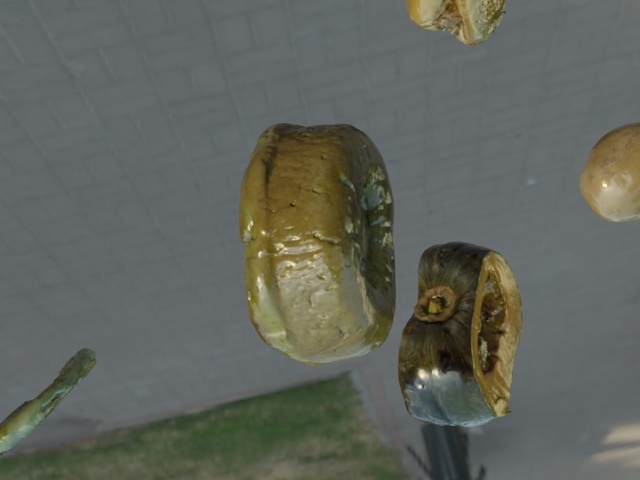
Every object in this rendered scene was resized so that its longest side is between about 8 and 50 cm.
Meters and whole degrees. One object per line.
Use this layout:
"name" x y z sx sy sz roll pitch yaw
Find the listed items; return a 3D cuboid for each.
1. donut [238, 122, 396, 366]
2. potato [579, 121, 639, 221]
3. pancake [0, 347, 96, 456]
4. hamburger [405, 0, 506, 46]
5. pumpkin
"donut" 0.000 0.000 1.246 0.128 0.262 0.208 -8 165 20
"potato" 0.377 -0.086 1.411 0.147 0.112 0.112 -33 163 -10
"pancake" -0.402 0.238 1.629 0.253 0.037 0.253 -43 -175 5
"hamburger" 0.241 -0.493 1.945 0.174 0.304 0.284 12 131 4
"pumpkin" 0.232 0.156 1.889 0.139 0.317 0.222 -11 135 27
